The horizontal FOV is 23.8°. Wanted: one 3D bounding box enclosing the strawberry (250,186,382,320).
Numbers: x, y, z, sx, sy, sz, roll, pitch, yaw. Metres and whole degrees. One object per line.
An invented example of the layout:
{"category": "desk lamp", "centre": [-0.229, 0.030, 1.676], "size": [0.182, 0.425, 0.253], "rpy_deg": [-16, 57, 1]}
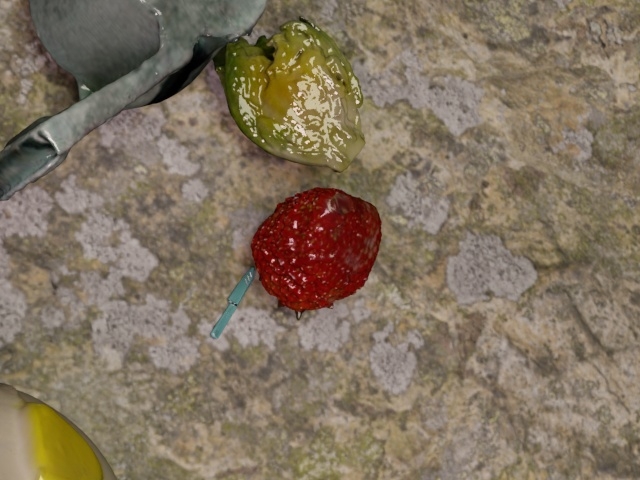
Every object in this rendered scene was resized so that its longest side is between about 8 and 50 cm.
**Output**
{"category": "strawberry", "centre": [0.003, 0.006, 1.554], "size": [0.131, 0.148, 0.131], "rpy_deg": [7, 75, -28]}

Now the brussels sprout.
{"category": "brussels sprout", "centre": [-0.031, -0.149, 1.611], "size": [0.139, 0.100, 0.181], "rpy_deg": [-40, 99, -20]}

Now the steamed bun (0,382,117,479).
{"category": "steamed bun", "centre": [-0.307, 0.294, 1.208], "size": [0.334, 0.334, 0.374], "rpy_deg": [21, 68, -22]}

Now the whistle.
{"category": "whistle", "centre": [-0.183, -0.190, 1.468], "size": [0.188, 0.168, 0.405], "rpy_deg": [29, 57, -28]}

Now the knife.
{"category": "knife", "centre": [-0.090, 0.064, 1.571], "size": [0.014, 0.005, 0.091], "rpy_deg": [40, 61, -16]}
